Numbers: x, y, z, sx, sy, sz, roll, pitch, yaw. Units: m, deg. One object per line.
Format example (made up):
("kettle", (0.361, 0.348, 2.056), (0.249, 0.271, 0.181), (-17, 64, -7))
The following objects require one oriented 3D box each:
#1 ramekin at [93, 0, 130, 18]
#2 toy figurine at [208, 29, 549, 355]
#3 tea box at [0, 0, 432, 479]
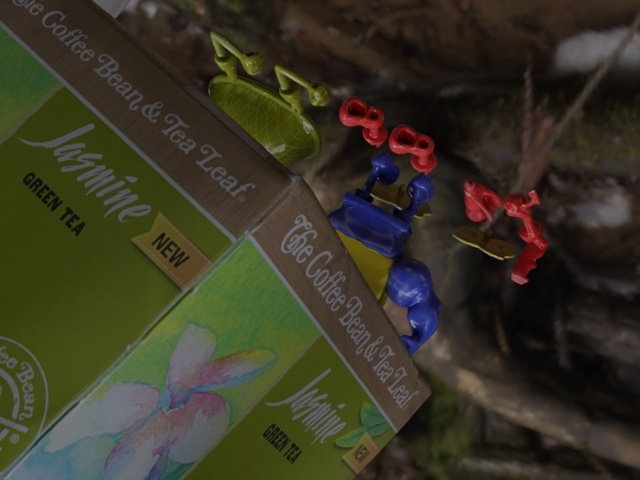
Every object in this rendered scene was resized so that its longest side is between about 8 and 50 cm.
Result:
("ramekin", (-0.230, -0.301, 1.333), (0.127, 0.273, 0.273), (37, 154, 4))
("toy figurine", (0.000, 0.000, 1.329), (0.362, 0.217, 0.191), (28, 167, 10))
("tea box", (-0.146, 0.083, 0.824), (0.220, 0.323, 0.329), (40, 173, 26))
